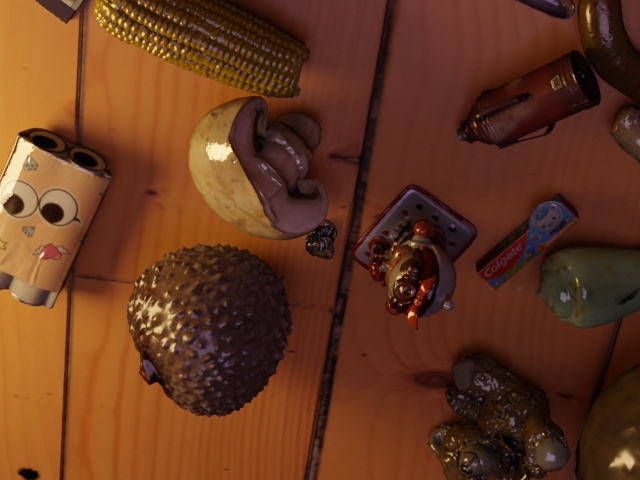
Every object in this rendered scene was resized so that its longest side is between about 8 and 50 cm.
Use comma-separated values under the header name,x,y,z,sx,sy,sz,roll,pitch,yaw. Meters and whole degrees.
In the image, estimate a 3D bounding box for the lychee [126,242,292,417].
name,x,y,z,sx,sy,sz,roll,pitch,yaw
lychee,-0.188,0.149,2.016,0.300,0.300,0.300,1,118,2

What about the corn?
name,x,y,z,sx,sy,sz,roll,pitch,yaw
corn,-0.180,-0.322,1.838,0.345,0.131,0.131,22,117,-10

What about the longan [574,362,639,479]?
name,x,y,z,sx,sy,sz,roll,pitch,yaw
longan,0.629,0.387,2.031,0.391,0.391,0.391,1,118,2

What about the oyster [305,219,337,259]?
name,x,y,z,sx,sy,sz,roll,pitch,yaw
oyster,0.001,-0.003,2.058,0.054,0.019,0.083,7,118,-1

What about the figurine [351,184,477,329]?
name,x,y,z,sx,sy,sz,roll,pitch,yaw
figurine,0.159,0.057,1.967,0.160,0.226,0.183,34,114,-16

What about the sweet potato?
name,x,y,z,sx,sy,sz,roll,pitch,yaw
sweet potato,0.454,-0.326,1.839,0.108,0.079,0.346,-30,114,-13

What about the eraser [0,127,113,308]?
name,x,y,z,sx,sy,sz,roll,pitch,yaw
eraser,-0.480,-0.036,2.026,0.171,0.087,0.290,25,116,-9

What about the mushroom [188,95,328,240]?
name,x,y,z,sx,sy,sz,roll,pitch,yaw
mushroom,-0.109,-0.122,1.928,0.189,0.195,0.253,-2,131,42

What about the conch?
name,x,y,z,sx,sy,sz,roll,pitch,yaw
conch,0.492,0.082,2.040,0.251,0.137,0.143,1,92,-19

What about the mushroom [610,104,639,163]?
name,x,y,z,sx,sy,sz,roll,pitch,yaw
mushroom,0.565,-0.105,1.942,0.099,0.096,0.278,-41,113,-11

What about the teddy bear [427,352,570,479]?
name,x,y,z,sx,sy,sz,roll,pitch,yaw
teddy bear,0.312,0.360,2.164,0.267,0.156,0.256,48,116,23

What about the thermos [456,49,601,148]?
name,x,y,z,sx,sy,sz,roll,pitch,yaw
thermos,0.315,-0.211,1.874,0.232,0.124,0.098,-23,79,31

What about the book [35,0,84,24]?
name,x,y,z,sx,sy,sz,roll,pitch,yaw
book,-0.389,-0.466,1.827,0.157,0.026,0.231,38,113,-16

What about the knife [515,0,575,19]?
name,x,y,z,sx,sy,sz,roll,pitch,yaw
knife,0.264,-0.415,1.808,0.278,0.053,0.123,23,112,-10

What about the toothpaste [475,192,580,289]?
name,x,y,z,sx,sy,sz,roll,pitch,yaw
toothpaste,0.345,-0.004,2.029,0.070,0.044,0.193,41,112,-16
